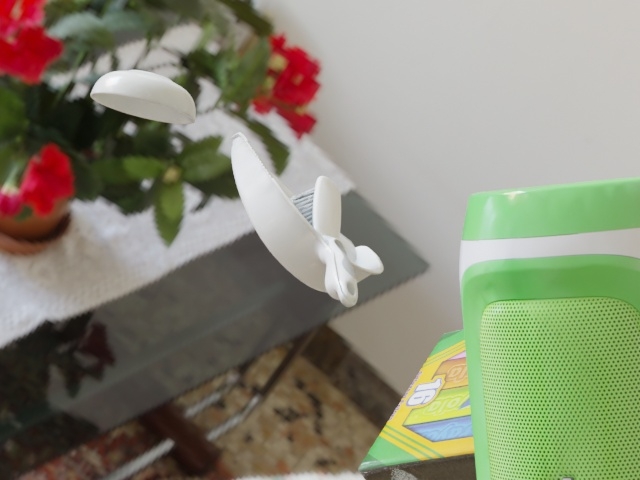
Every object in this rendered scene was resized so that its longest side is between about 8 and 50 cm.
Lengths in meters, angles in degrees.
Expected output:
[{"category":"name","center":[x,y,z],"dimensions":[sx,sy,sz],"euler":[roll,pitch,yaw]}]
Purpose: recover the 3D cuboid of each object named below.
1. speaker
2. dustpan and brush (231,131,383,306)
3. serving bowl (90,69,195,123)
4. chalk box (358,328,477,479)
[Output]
[{"category":"speaker","center":[0.141,0.119,0.749],"dimensions":[0.131,0.131,0.296],"euler":[-7,92,-47]},{"category":"dustpan and brush","center":[0.000,0.000,1.085],"dimensions":[0.147,0.060,0.211],"euler":[41,23,-23]},{"category":"serving bowl","center":[-0.136,-0.115,1.170],"dimensions":[0.083,0.027,0.083],"euler":[12,-6,1]},{"category":"chalk box","center":[0.214,0.170,1.219],"dimensions":[0.180,0.289,0.179],"euler":[53,49,-19]}]
